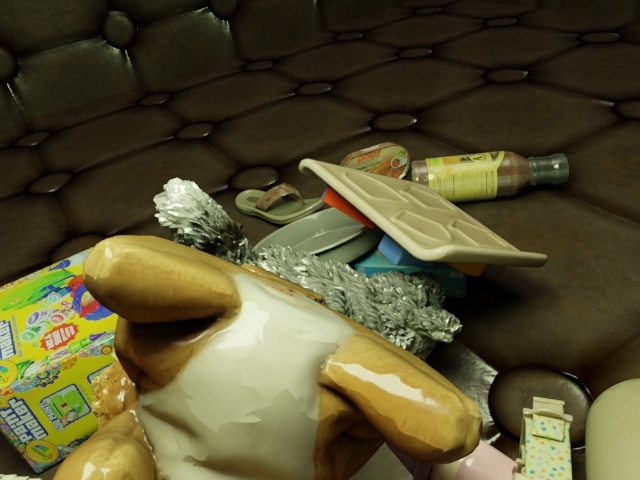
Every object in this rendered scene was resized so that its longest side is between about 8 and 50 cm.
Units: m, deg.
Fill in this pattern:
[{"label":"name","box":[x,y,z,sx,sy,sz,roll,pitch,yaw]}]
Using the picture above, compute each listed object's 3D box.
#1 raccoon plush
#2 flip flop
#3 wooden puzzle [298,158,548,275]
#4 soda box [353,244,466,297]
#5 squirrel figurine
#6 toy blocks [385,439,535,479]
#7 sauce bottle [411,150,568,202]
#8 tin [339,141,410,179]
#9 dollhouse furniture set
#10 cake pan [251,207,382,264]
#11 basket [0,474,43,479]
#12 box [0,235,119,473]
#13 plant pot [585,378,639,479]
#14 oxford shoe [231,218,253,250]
[{"label":"raccoon plush","box":[0.009,0.062,0.772,0.299,0.446,0.216,-23,44,15]},{"label":"flip flop","box":[-0.109,-0.104,1.325,0.277,0.080,0.112,14,36,40]},{"label":"wooden puzzle","box":[0.165,-0.028,0.929,0.322,0.081,0.347,5,24,-42]},{"label":"soda box","box":[0.175,0.057,1.039,0.209,0.067,0.071,3,37,18]},{"label":"squirrel figurine","box":[-0.113,0.210,0.495,0.280,0.371,0.397,25,0,-10]},{"label":"toy blocks","box":[0.058,0.347,0.460,0.259,0.289,0.309,18,45,26]},{"label":"sauce bottle","box":[0.384,-0.148,1.245,0.344,0.112,0.111,-5,35,6]},{"label":"tin","box":[0.135,-0.186,1.365,0.189,0.106,0.040,-18,35,-12]},{"label":"dollhouse furniture set","box":[0.238,0.256,0.703,0.160,0.101,0.182,3,37,19]},{"label":"cake pan","box":[0.000,0.000,1.103,0.293,0.054,0.293,-19,15,6]},{"label":"basket","box":[-0.376,0.374,0.564,0.288,0.255,0.201,-1,29,-3]},{"label":"box","box":[-0.408,0.175,0.929,0.279,0.177,0.290,-27,38,-22]},{"label":"plant pot","box":[0.384,0.272,0.549,0.256,0.257,0.274,-5,18,7]},{"label":"oxford shoe","box":[-0.240,-0.019,1.259,0.098,0.097,0.271,-6,33,-30]}]
